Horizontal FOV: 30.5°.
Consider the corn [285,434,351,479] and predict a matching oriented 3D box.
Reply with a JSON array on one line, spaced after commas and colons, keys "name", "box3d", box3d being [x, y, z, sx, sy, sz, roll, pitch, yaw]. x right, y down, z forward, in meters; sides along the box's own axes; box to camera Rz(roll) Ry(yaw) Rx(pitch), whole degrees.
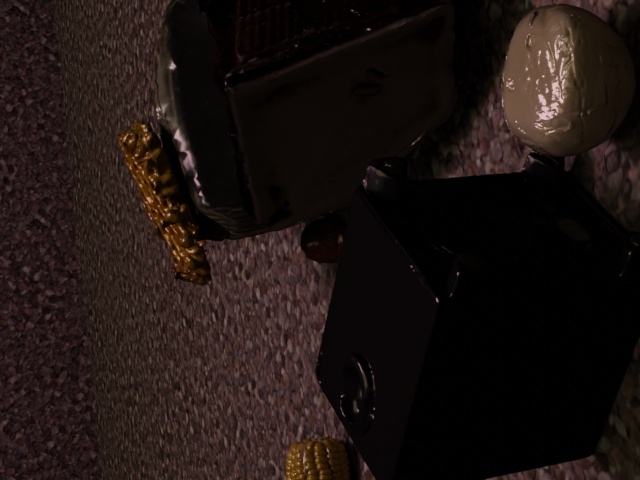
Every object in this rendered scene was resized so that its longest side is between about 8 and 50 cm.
[{"name": "corn", "box3d": [0.006, 0.393, 1.622, 0.093, 0.093, 0.244, 161, 102, -67]}]

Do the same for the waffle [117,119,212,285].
[{"name": "waffle", "box3d": [-0.202, -0.046, 1.542, 0.231, 0.051, 0.229, -157, 47, -74]}]

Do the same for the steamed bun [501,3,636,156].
[{"name": "steamed bun", "box3d": [0.220, -0.137, 1.011, 0.112, 0.091, 0.130, 21, 111, 61]}]

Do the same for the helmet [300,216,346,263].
[{"name": "helmet", "box3d": [-0.001, 0.000, 1.612, 0.084, 0.049, 0.065, 158, 107, -67]}]

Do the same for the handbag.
[{"name": "handbag", "box3d": [-0.092, -0.159, 1.570, 0.240, 0.247, 0.341, 107, 152, -76]}]

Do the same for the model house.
[{"name": "model house", "box3d": [0.019, -0.225, 1.327, 0.317, 0.297, 0.282, 79, -178, -52]}]

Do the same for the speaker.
[{"name": "speaker", "box3d": [0.140, 0.068, 1.060, 0.184, 0.232, 0.254, -125, 37, -48]}]
